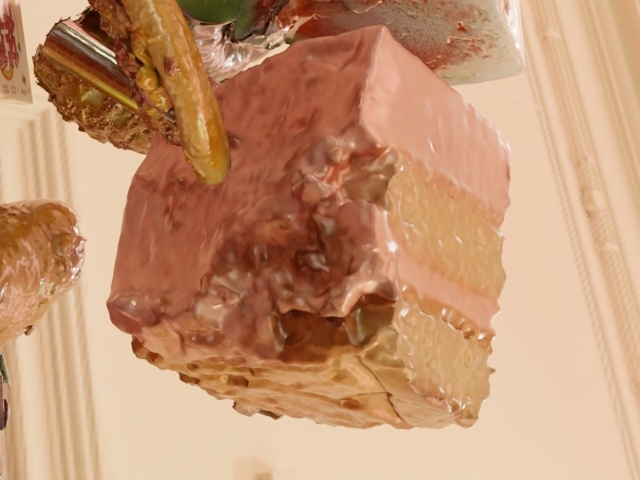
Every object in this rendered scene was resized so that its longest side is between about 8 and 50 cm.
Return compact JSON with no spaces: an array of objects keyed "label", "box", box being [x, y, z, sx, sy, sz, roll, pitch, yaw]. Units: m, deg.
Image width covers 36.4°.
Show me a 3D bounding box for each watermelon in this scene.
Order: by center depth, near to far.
[{"label":"watermelon","box":[0.088,-0.246,0.930,0.320,0.289,0.214,-44,-167,7]}]

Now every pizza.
[{"label":"pizza","box":[-0.135,-0.156,0.762,0.246,0.058,0.127,70,-12,-22]}]

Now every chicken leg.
[{"label":"chicken leg","box":[-0.533,0.094,1.507,0.182,0.409,0.295,35,-63,9]}]

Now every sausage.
[{"label":"sausage","box":[-0.253,-0.217,1.506,0.371,0.082,0.082,32,-72,0]}]

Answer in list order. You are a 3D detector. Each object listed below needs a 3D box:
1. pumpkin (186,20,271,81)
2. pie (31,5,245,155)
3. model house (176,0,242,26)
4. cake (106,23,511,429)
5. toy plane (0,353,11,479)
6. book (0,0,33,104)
[{"label":"pumpkin","box":[-0.160,-0.374,1.376,0.323,0.323,0.241,-43,-101,27]},{"label":"pie","box":[-0.295,-0.269,1.641,0.288,0.354,0.103,-47,-151,30]},{"label":"model house","box":[-0.203,-0.369,1.065,0.154,0.293,0.207,24,-88,65]},{"label":"cake","box":[0.000,0.000,0.925,0.314,0.293,0.307,-3,-115,36]},{"label":"toy plane","box":[-0.462,0.248,1.301,0.382,0.106,0.155,-127,-149,-58]},{"label":"book","box":[-0.404,-0.285,1.204,0.022,0.162,0.232,-6,-84,5]}]
